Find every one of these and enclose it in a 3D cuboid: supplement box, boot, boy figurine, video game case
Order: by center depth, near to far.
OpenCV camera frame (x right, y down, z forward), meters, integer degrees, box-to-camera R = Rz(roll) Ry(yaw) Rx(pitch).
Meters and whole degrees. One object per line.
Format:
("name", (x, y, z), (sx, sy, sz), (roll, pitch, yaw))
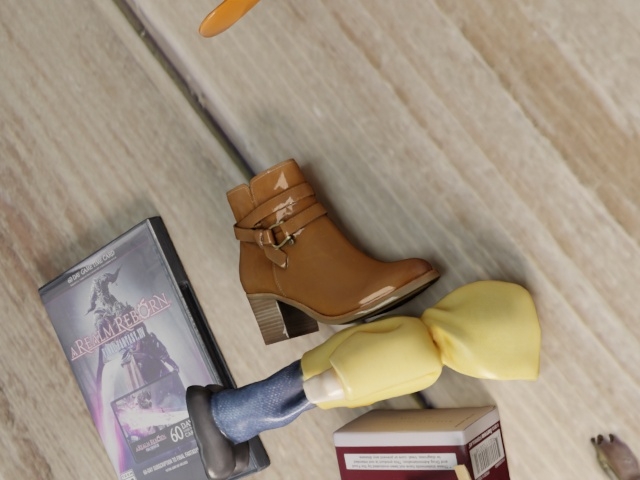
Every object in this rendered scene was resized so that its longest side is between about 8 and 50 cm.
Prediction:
("boy figurine", (0.040, 0.110, 0.826), (0.285, 0.177, 0.092), (-18, 80, 4))
("supplement box", (0.102, 0.267, 0.863), (0.130, 0.073, 0.239), (-8, 94, 35))
("boot", (0.000, 0.000, 0.880), (0.197, 0.073, 0.152), (-18, 85, 32))
("video game case", (-0.181, 0.138, 1.056), (0.196, 0.026, 0.274), (-29, 84, 34))

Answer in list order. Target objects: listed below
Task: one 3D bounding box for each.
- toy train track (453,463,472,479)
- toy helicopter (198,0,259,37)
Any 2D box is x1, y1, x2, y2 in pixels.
("toy train track", (0.105, 0.197, 0.796), (0.083, 0.014, 0.048), (-17, 97, 38))
("toy helicopter", (-0.035, -0.315, 0.800), (0.355, 0.140, 0.235), (-19, 93, 34))
